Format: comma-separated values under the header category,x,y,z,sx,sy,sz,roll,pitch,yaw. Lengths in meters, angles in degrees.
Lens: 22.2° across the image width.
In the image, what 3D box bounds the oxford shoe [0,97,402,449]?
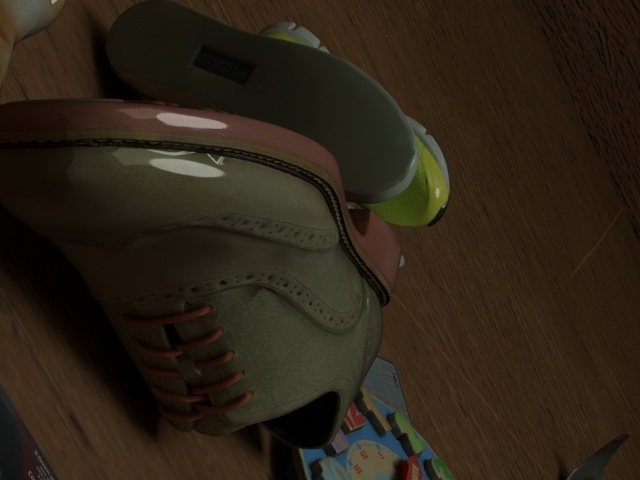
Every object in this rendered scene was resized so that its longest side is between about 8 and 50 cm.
category,x,y,z,sx,sy,sz,roll,pitch,yaw
oxford shoe,-0.052,0.028,0.879,0.397,0.140,0.147,31,63,-61

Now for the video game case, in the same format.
category,x,y,z,sx,sy,sz,roll,pitch,yaw
video game case,0.051,0.162,1.237,0.119,0.015,0.166,31,40,-63

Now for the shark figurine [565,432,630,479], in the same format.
category,x,y,z,sx,sy,sz,roll,pitch,yaw
shark figurine,0.360,0.335,1.772,0.166,0.116,0.278,-18,88,-73

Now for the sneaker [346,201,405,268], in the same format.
category,x,y,z,sx,sy,sz,roll,pitch,yaw
sneaker,0.000,0.000,1.206,0.094,0.080,0.212,57,9,5

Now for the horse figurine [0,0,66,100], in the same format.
category,x,y,z,sx,sy,sz,roll,pitch,yaw
horse figurine,-0.186,-0.144,0.828,0.174,0.066,0.263,59,20,-22

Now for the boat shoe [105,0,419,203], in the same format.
category,x,y,z,sx,sy,sz,roll,pitch,yaw
boat shoe,-0.031,-0.080,1.019,0.227,0.079,0.081,28,-14,25

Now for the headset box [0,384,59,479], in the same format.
category,x,y,z,sx,sy,sz,roll,pitch,yaw
headset box,-0.183,0.096,0.482,0.218,0.110,0.293,62,19,-15

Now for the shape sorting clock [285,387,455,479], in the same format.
category,x,y,z,sx,sy,sz,roll,pitch,yaw
shape sorting clock,0.055,0.182,1.102,0.206,0.040,0.206,39,23,-21

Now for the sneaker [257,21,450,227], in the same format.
category,x,y,z,sx,sy,sz,roll,pitch,yaw
sneaker,0.008,-0.080,1.250,0.208,0.081,0.094,41,26,10
